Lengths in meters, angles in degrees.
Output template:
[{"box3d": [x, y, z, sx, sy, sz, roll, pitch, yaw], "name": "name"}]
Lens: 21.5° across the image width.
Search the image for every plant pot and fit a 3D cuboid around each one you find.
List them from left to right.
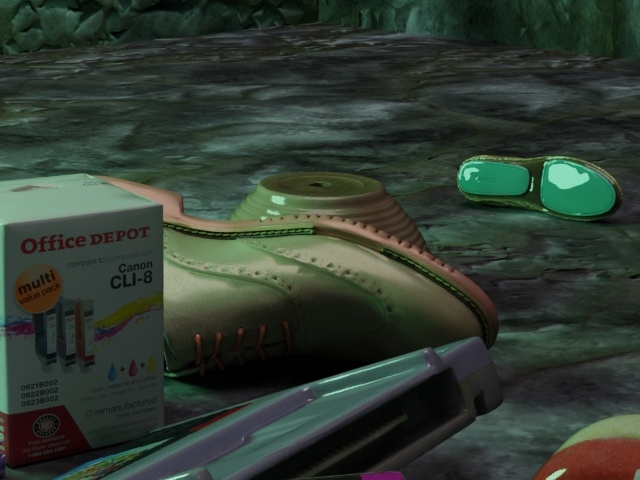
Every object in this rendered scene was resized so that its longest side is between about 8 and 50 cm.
[{"box3d": [0.000, 0.000, 1.575, 0.237, 0.110, 0.237, 1, 15, 0], "name": "plant pot"}]

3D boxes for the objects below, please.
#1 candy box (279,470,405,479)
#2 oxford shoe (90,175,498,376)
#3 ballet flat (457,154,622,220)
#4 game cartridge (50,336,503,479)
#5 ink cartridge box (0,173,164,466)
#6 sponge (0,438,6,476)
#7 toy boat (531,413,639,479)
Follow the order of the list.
[{"box3d": [-0.018, 0.201, 0.630, 0.159, 0.071, 0.233, -2, 41, -15], "name": "candy box"}, {"box3d": [-0.060, 0.063, 1.354, 0.397, 0.140, 0.146, 9, 46, 14], "name": "oxford shoe"}, {"box3d": [0.260, -0.064, 1.948, 0.206, 0.073, 0.067, 13, 4, 30], "name": "ballet flat"}, {"box3d": [-0.074, 0.139, 0.934, 0.230, 0.068, 0.355, -15, 3, 33], "name": "game cartridge"}, {"box3d": [-0.196, 0.050, 1.209, 0.128, 0.176, 0.127, -9, 17, -34], "name": "ink cartridge box"}, {"box3d": [-0.329, 0.139, 1.143, 0.210, 0.031, 0.117, 11, 17, 34], "name": "sponge"}, {"box3d": [0.186, 0.187, 0.818, 0.231, 0.151, 0.151, 14, 48, 43], "name": "toy boat"}]
